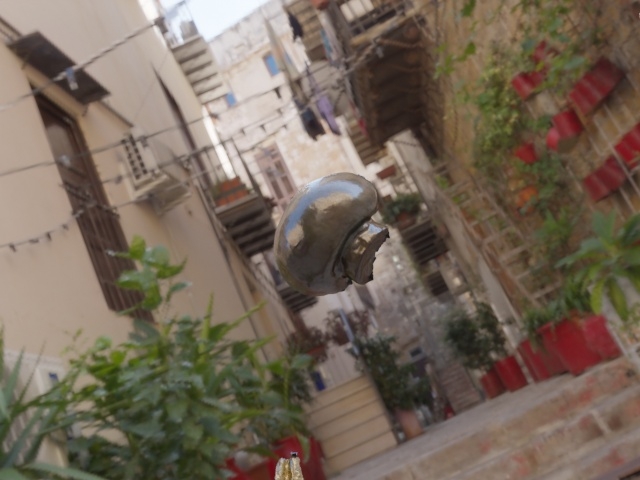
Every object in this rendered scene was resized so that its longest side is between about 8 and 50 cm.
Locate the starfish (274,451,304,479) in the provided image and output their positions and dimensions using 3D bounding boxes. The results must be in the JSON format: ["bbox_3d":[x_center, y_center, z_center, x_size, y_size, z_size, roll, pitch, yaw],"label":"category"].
[{"bbox_3d":[-0.048,0.482,1.096,0.432,0.324,0.082,-31,-44,-16],"label":"starfish"}]

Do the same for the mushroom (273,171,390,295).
[{"bbox_3d":[0.000,0.000,1.091,0.117,0.141,0.188,-17,-47,-48],"label":"mushroom"}]
